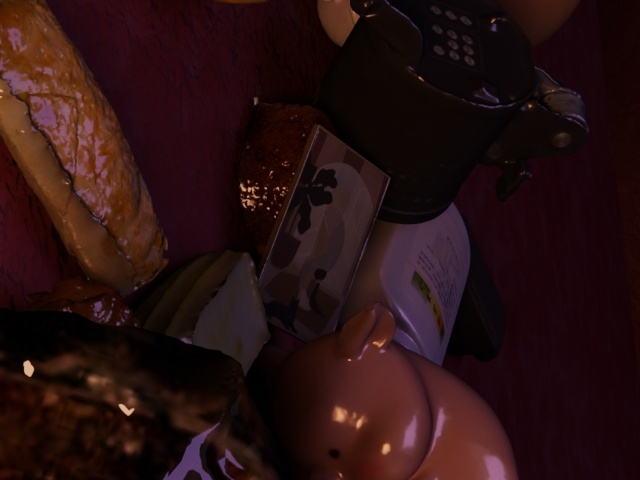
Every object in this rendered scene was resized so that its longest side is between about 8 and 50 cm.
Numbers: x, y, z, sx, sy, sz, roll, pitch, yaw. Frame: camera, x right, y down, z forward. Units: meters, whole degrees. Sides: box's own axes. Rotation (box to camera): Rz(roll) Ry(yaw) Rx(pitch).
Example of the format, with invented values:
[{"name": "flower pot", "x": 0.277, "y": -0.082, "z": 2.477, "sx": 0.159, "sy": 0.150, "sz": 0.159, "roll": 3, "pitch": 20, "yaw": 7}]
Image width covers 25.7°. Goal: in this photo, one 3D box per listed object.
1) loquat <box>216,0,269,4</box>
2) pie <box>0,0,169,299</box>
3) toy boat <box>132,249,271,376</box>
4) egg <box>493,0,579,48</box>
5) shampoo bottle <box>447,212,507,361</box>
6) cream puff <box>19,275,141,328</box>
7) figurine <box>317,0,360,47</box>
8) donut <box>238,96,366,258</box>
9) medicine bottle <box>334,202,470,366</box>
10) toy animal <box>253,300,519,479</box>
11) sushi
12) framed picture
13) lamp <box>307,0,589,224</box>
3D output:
[{"name": "loquat", "x": -0.074, "y": -0.327, "z": 1.314, "sx": 0.213, "sy": 0.213, "sz": 0.213, "roll": -8, "pitch": 90, "yaw": -67}, {"name": "pie", "x": -0.199, "y": -0.083, "z": 1.108, "sx": 0.282, "sy": 0.068, "sz": 0.128, "roll": 63, "pitch": 28, "yaw": -28}, {"name": "toy boat", "x": -0.112, "y": 0.091, "z": 1.226, "sx": 0.276, "sy": 0.084, "sz": 0.111, "roll": -49, "pitch": 128, "yaw": -62}, {"name": "egg", "x": 0.235, "y": -0.425, "z": 1.924, "sx": 0.301, "sy": 0.301, "sz": 0.373, "roll": 39, "pitch": 58, "yaw": -57}, {"name": "shampoo bottle", "x": 0.195, "y": 0.075, "z": 1.941, "sx": 0.079, "sy": 0.080, "sz": 0.246, "roll": -72, "pitch": 145, "yaw": -42}, {"name": "cream puff", "x": -0.187, "y": 0.080, "z": 1.030, "sx": 0.116, "sy": 0.122, "sz": 0.094, "roll": -58, "pitch": 140, "yaw": -9}, {"name": "figurine", "x": 0.078, "y": -0.282, "z": 1.713, "sx": 0.237, "sy": 0.141, "sz": 0.162, "roll": 23, "pitch": 56, "yaw": -63}, {"name": "donut", "x": -0.013, "y": -0.033, "z": 1.492, "sx": 0.141, "sy": 0.085, "sz": 0.217, "roll": -73, "pitch": 148, "yaw": -46}, {"name": "medicine bottle", "x": 0.087, "y": 0.076, "z": 1.642, "sx": 0.324, "sy": 0.124, "sz": 0.179, "roll": -68, "pitch": 141, "yaw": -52}, {"name": "toy animal", "x": 0.062, "y": 0.209, "z": 1.376, "sx": 0.256, "sy": 0.195, "sz": 0.212, "roll": 31, "pitch": 55, "yaw": -31}, {"name": "sushi", "x": -0.165, "y": 0.231, "z": 0.800, "sx": 0.299, "sy": 0.281, "sz": 0.294, "roll": 80, "pitch": 17, "yaw": -50}, {"name": "framed picture", "x": 0.000, "y": 0.000, "z": 1.422, "sx": 0.136, "sy": 0.010, "sz": 0.200, "roll": 33, "pitch": 75, "yaw": -46}, {"name": "lamp", "x": 0.093, "y": -0.155, "z": 1.559, "sx": 0.374, "sy": 0.272, "sz": 0.205, "roll": 31, "pitch": 39, "yaw": -31}]
